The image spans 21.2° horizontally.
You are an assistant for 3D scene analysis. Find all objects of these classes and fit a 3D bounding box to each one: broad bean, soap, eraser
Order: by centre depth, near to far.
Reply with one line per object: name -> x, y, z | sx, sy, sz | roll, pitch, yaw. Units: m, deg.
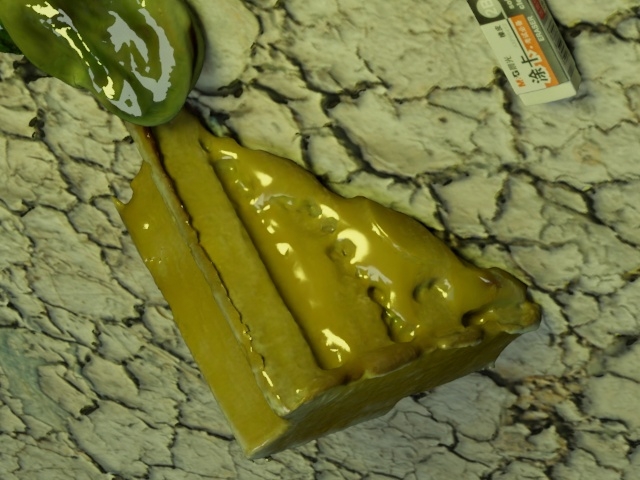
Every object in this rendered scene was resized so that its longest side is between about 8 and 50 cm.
eraser -> 0.167, -0.168, 1.400 | 0.052, 0.029, 0.122 | -11, 126, 32
broad bean -> -0.193, -0.191, 1.504 | 0.207, 0.072, 0.153 | 42, 119, -15
soap -> 0.000, 0.000, 1.632 | 0.338, 0.304, 0.169 | 61, 146, 18

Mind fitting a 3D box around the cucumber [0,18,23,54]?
cucumber -> -0.345, -0.235, 1.536 | 0.227, 0.069, 0.069 | 36, 136, -19
